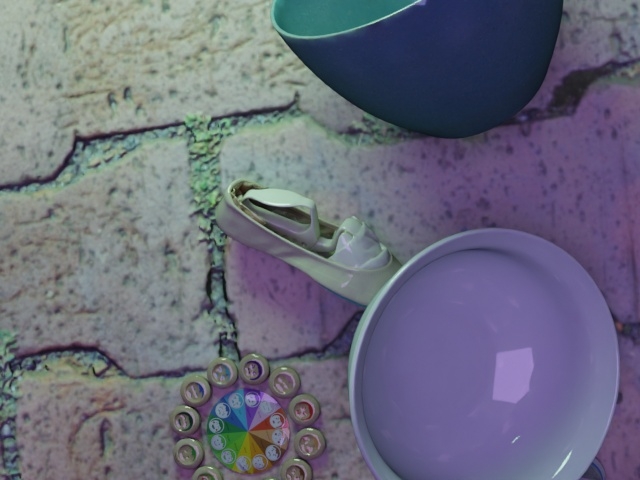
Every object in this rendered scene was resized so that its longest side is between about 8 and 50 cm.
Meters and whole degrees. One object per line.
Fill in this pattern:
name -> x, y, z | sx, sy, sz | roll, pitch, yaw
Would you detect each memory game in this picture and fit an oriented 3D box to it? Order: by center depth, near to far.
memory game -> -0.084, 0.220, 1.284 | 0.186, 0.012, 0.186 | 0, 91, 11

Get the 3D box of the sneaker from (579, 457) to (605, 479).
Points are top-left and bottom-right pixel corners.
sneaker -> 0.211, 0.284, 1.194 | 0.191, 0.083, 0.071 | -30, 88, 12

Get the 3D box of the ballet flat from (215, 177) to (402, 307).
ballet flat -> 0.000, 0.000, 1.219 | 0.248, 0.086, 0.086 | 23, 96, 9

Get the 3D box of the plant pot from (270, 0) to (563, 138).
plant pot -> 0.124, -0.217, 1.122 | 0.290, 0.290, 0.195 | -29, 121, 10

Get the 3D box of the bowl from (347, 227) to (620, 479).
bowl -> 0.145, 0.133, 1.150 | 0.298, 0.134, 0.297 | -1, 92, -20
